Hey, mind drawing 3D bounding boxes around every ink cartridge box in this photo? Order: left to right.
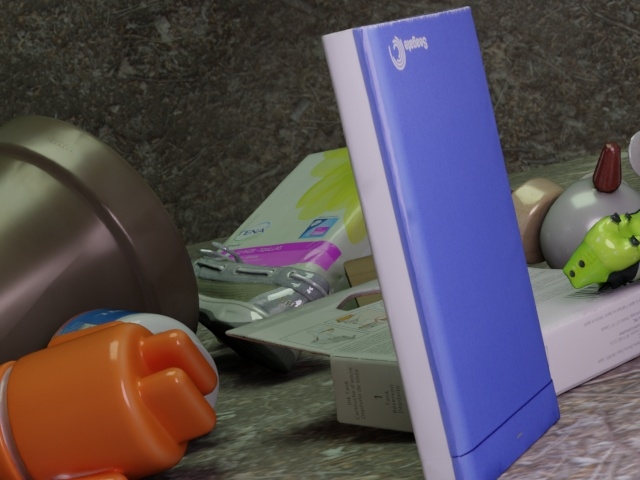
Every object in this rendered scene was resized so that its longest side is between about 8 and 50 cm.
[{"bbox_3d":[0.113,0.083,1.536,0.261,0.066,0.296,4,16,44],"label":"ink cartridge box"}]

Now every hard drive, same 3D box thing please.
[{"bbox_3d":[0.092,0.000,1.263,0.040,0.319,0.210,-11,6,26],"label":"hard drive"}]

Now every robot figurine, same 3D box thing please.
[{"bbox_3d":[-0.195,0.145,1.462,0.219,0.158,0.128,-19,-10,16],"label":"robot figurine"}]

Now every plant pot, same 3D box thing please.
[{"bbox_3d":[-0.333,0.073,1.859,0.323,0.323,0.280,-8,24,45],"label":"plant pot"}]

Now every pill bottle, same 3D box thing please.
[{"bbox_3d":[-0.171,0.127,1.644,0.124,0.124,0.221,-16,7,-23],"label":"pill bottle"}]

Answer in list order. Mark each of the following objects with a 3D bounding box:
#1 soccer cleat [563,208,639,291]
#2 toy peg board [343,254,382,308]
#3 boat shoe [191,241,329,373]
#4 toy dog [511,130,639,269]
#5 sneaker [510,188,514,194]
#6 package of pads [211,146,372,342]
[{"bbox_3d":[0.264,0.009,1.509,0.072,0.060,0.179,-46,-25,28],"label":"soccer cleat"},{"bbox_3d":[0.120,0.066,1.921,0.161,0.079,0.161,-14,21,-2],"label":"toy peg board"},{"bbox_3d":[-0.080,0.063,1.947,0.103,0.118,0.320,-52,18,-8],"label":"boat shoe"},{"bbox_3d":[0.324,-0.034,1.736,0.220,0.161,0.333,30,31,20],"label":"toy dog"},{"bbox_3d":[0.208,-0.008,2.257,0.135,0.098,0.276,-10,9,37],"label":"sneaker"},{"bbox_3d":[0.000,0.000,2.164,0.229,0.101,0.296,-7,33,48],"label":"package of pads"}]
